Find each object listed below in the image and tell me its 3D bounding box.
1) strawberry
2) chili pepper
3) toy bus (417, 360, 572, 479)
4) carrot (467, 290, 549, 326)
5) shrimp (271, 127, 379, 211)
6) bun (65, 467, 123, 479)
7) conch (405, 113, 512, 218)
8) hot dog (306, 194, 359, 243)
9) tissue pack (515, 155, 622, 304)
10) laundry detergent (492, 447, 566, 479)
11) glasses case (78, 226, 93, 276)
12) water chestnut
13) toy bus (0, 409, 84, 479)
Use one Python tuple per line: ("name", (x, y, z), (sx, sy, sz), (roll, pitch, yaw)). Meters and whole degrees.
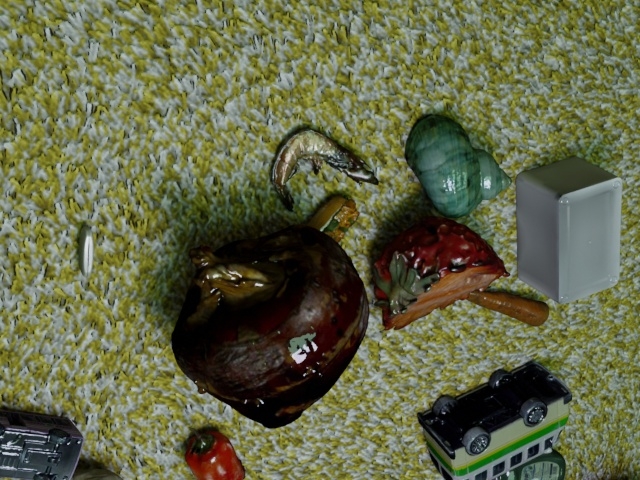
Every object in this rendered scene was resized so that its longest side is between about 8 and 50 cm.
("strawberry", (0.224, 0.035, 1.699), (0.280, 0.150, 0.253), (-21, 160, -21))
("chili pepper", (-0.205, 0.398, 1.691), (0.084, 0.086, 0.192), (-15, 131, 12))
("toy bus", (0.379, 0.402, 1.945), (0.305, 0.143, 0.179), (-22, 122, -17))
("carrot", (0.370, 0.130, 1.879), (0.224, 0.057, 0.057), (16, 104, -27))
("shrimp", (0.001, -0.104, 1.601), (0.195, 0.035, 0.148), (28, 95, -25))
("bun", (-0.419, 0.463, 1.598), (0.166, 0.113, 0.173), (-21, 144, -15))
("conch", (0.251, -0.129, 1.667), (0.188, 0.122, 0.176), (18, 78, -35))
("hot dog", (0.000, 0.000, 1.637), (0.072, 0.055, 0.188), (34, 93, -34))
("tissue pack", (0.497, -0.021, 1.823), (0.159, 0.136, 0.246), (-17, 117, -19))
("laundry detergent", (0.448, 0.545, 2.078), (0.221, 0.078, 0.144), (-2, 115, -26))
("glasses case", (-0.379, 0.018, 1.473), (0.021, 0.032, 0.083), (-4, 113, -28))
("water chestnut", (-0.097, 0.110, 1.476), (0.335, 0.335, 0.347), (-40, 121, -5))
("toy bus", (-0.503, 0.334, 1.507), (0.199, 0.108, 0.096), (16, 99, -33))
